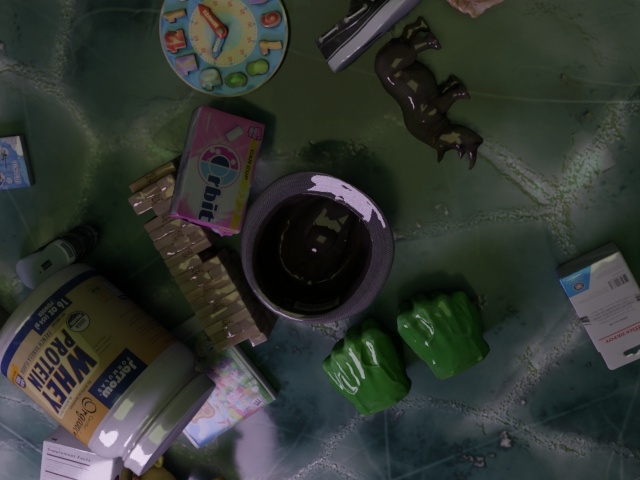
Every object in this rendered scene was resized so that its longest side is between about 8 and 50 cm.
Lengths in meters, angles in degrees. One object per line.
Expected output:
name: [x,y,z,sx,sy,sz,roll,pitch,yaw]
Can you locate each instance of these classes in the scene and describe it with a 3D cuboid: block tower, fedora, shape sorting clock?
block tower: [-0.200,0.030,1.345,0.097,0.091,0.335,-27,101,15]
fedora: [0.000,0.000,1.289,0.244,0.124,0.275,24,117,3]
shape sorting clock: [-0.154,-0.330,1.256,0.206,0.040,0.206,2,107,7]

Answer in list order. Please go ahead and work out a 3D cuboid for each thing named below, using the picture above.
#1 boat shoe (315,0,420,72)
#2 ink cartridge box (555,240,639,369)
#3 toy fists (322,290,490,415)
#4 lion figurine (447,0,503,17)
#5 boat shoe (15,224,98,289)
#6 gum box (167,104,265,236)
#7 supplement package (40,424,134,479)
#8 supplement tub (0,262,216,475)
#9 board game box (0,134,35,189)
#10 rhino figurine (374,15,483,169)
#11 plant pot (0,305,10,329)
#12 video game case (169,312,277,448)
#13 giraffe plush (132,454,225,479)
boat shoe: [0.073,-0.338,1.178,0.219,0.078,0.070,-36,89,37]
ink cartridge box: [0.470,0.106,1.289,0.104,0.060,0.180,-28,101,14]
toy fists: [0.138,0.176,1.341,0.279,0.096,0.142,-28,111,13]
lion figurine: [0.198,-0.531,1.114,0.240,0.142,0.392,-34,85,23]
boat shoe: [-0.461,0.030,1.400,0.183,0.083,0.065,-23,103,41]
gum box: [-0.166,-0.106,1.259,0.107,0.062,0.188,15,84,-23]
supplement package: [-0.433,0.458,1.480,0.134,0.139,0.244,13,109,5]
supplement tub: [-0.355,0.215,1.330,0.316,0.228,0.228,38,108,5]
board game box: [-0.550,-0.135,1.381,0.090,0.020,0.090,-5,106,8]
rhino figurine: [0.172,-0.213,1.229,0.106,0.073,0.243,-30,102,11]
plant pot: [-0.609,0.175,1.442,0.109,0.096,0.109,-40,99,17]
video game case: [-0.216,0.253,1.449,0.193,0.023,0.212,-35,99,16]
giraffe plush: [-0.276,0.490,1.466,0.170,0.181,0.210,22,140,25]
